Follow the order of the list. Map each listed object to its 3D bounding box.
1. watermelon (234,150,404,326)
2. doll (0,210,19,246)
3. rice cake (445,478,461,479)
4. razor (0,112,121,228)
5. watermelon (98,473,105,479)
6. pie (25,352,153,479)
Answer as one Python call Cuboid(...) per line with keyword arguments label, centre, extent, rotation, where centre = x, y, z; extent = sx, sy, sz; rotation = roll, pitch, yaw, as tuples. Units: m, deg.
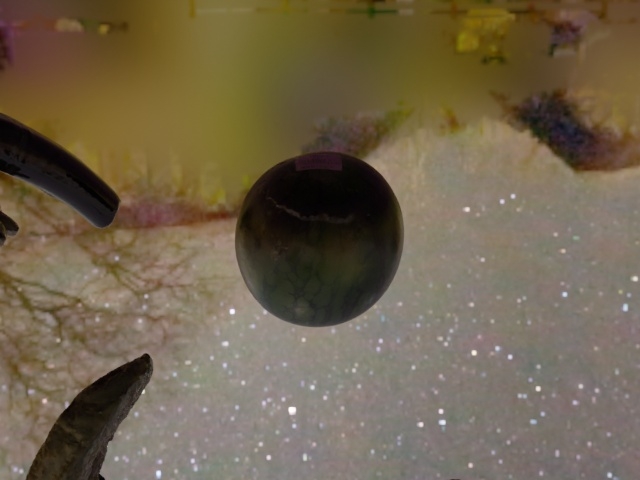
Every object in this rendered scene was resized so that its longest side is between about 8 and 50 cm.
Cuboid(label="watermelon", centre=(0.000, 0.000, 1.675), extent=(0.363, 0.364, 0.363), rotation=(-2, -169, 0))
Cuboid(label="doll", centre=(-0.749, -0.049, 1.784), extent=(0.149, 0.175, 0.278), rotation=(-37, -148, -9))
Cuboid(label="rice cake", centre=(0.108, 0.379, 1.216), extent=(0.245, 0.045, 0.042), rotation=(0, -146, -26))
Cuboid(label="razor", centre=(-0.601, -0.159, 1.880), extent=(0.349, 0.113, 0.204), rotation=(35, 179, -36))
Cuboid(label="watermelon", centre=(-0.408, 0.449, 1.509), extent=(0.085, 0.061, 0.085), rotation=(-1, -132, 2))
Cuboid(label="pie", centre=(-0.313, 0.263, 1.108), extent=(0.078, 0.277, 0.277), rotation=(29, -167, -1))
